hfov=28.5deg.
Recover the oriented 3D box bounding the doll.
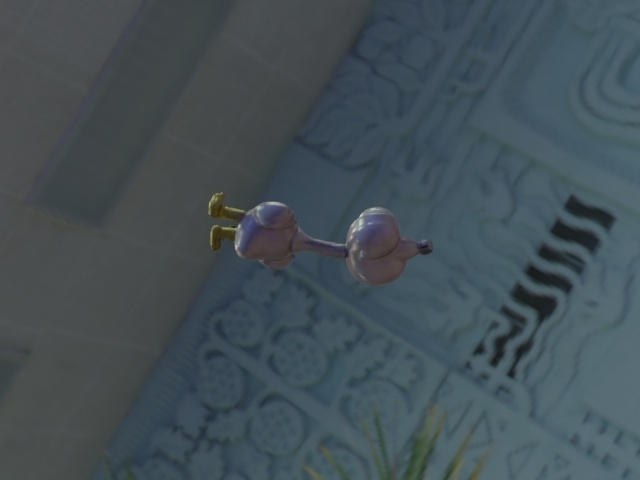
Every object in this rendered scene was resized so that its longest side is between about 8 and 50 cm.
[{"bbox_3d":[0.000,0.001,2.044,0.160,0.365,0.094,93,-179,-51],"label":"doll"}]
